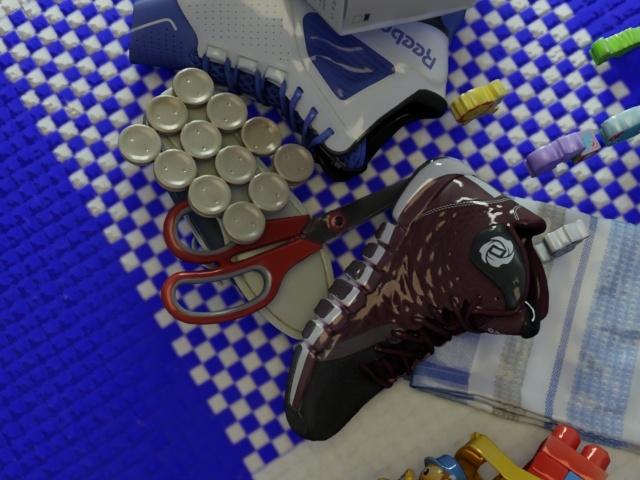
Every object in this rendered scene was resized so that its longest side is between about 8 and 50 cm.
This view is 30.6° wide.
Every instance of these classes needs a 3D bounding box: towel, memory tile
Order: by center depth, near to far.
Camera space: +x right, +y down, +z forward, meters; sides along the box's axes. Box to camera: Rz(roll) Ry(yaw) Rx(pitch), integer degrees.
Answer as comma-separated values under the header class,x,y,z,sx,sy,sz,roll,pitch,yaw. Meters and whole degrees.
class,x,y,z,sx,sy,sz,roll,pitch,yaw
memory tile,-0.088,-0.074,1.002,0.148,0.012,0.113,37,65,0
towel,0.236,0.075,1.066,0.285,0.034,0.209,16,78,3

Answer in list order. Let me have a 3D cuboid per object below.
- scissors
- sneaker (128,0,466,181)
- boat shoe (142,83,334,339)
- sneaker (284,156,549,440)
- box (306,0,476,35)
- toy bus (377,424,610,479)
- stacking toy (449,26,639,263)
class,x,y,z,sx,sy,sz,roll,pitch,yaw
scissors,0.000,0.000,1.029,0.297,0.021,0.109,-10,85,-20
sneaker,-0.019,-0.149,1.062,0.315,0.127,0.182,0,77,-2
boat shoe,-0.078,-0.020,1.057,0.095,0.079,0.254,-40,96,-21
sneaker,0.095,0.073,0.995,0.162,0.106,0.281,29,87,32
box,0.004,-0.320,1.017,0.148,0.121,0.311,-18,50,-27
toy bus,0.143,0.239,0.986,0.220,0.149,0.211,30,67,8
stacking toy,0.250,-0.095,1.072,0.221,0.052,0.167,-24,77,-16
